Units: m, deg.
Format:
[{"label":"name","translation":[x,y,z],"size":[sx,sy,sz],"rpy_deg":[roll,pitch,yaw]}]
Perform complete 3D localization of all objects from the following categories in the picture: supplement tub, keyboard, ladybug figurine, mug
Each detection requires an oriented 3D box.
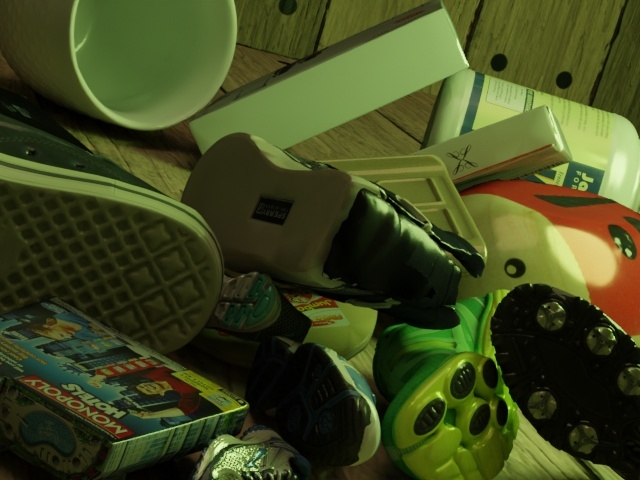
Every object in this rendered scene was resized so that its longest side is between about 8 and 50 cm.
[{"label":"supplement tub","translation":[0.298,-0.086,1.854],"size":[0.324,0.235,0.235],"rpy_deg":[17,14,1]},{"label":"keyboard","translation":[-0.387,-0.151,1.555],"size":[0.201,0.033,0.317],"rpy_deg":[20,7,-33]},{"label":"ladybug figurine","translation":[0.251,0.030,1.496],"size":[0.305,0.162,0.449],"rpy_deg":[24,15,29]},{"label":"mug","translation":[-0.310,-0.365,1.955],"size":[0.276,0.374,0.328],"rpy_deg":[20,-1,-42]}]

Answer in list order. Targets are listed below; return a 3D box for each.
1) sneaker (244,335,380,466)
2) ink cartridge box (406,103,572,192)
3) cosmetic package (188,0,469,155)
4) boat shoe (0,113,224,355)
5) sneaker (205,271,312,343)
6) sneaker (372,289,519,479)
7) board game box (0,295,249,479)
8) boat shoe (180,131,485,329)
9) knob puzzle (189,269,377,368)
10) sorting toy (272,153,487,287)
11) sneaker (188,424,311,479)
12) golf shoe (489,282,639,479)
[{"label":"sneaker","translation":[0.010,0.118,1.004],"size":[0.081,0.080,0.211],"rpy_deg":[18,4,-19]},{"label":"ink cartridge box","translation":[0.137,-0.079,1.565],"size":[0.296,0.066,0.261],"rpy_deg":[-20,-6,13]},{"label":"cosmetic package","translation":[0.018,-0.222,1.904],"size":[0.377,0.097,0.284],"rpy_deg":[-23,12,8]},{"label":"boat shoe","translation":[-0.321,-0.036,1.059],"size":[0.500,0.187,0.156],"rpy_deg":[18,8,-16]},{"label":"sneaker","translation":[-0.071,0.061,1.144],"size":[0.076,0.065,0.166],"rpy_deg":[34,-11,-34]},{"label":"sneaker","translation":[0.099,0.127,1.116],"size":[0.123,0.109,0.295],"rpy_deg":[-11,10,21]},{"label":"board game box","translation":[-0.183,0.108,0.889],"size":[0.194,0.060,0.194],"rpy_deg":[25,17,29]},{"label":"boat shoe","translation":[0.000,0.000,1.179],"size":[0.158,0.127,0.340],"rpy_deg":[28,-1,-29]},{"label":"knob puzzle","translation":[-0.039,0.079,1.204],"size":[0.213,0.030,0.213],"rpy_deg":[4,24,-2]},{"label":"sorting toy","translation":[-0.006,-0.015,1.337],"size":[0.307,0.041,0.229],"rpy_deg":[-4,28,-5]},{"label":"sneaker","translation":[-0.044,0.157,0.882],"size":[0.058,0.052,0.135],"rpy_deg":[26,16,19]},{"label":"golf shoe","translation":[0.239,0.140,1.098],"size":[0.273,0.105,0.120],"rpy_deg":[43,4,-5]}]
